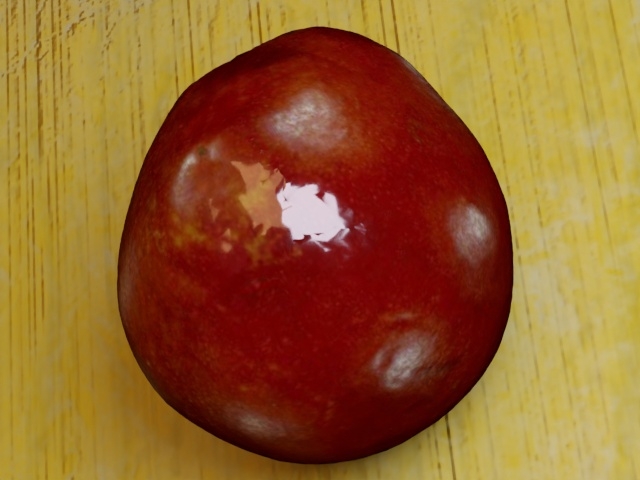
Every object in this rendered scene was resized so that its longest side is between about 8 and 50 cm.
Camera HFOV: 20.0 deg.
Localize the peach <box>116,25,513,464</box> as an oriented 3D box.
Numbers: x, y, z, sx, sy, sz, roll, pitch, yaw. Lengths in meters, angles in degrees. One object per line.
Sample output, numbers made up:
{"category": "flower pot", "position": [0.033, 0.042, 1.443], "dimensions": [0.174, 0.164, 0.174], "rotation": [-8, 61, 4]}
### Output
{"category": "peach", "position": [0.000, 0.000, 0.952], "dimensions": [0.199, 0.243, 0.243], "rotation": [3, 67, 18]}
